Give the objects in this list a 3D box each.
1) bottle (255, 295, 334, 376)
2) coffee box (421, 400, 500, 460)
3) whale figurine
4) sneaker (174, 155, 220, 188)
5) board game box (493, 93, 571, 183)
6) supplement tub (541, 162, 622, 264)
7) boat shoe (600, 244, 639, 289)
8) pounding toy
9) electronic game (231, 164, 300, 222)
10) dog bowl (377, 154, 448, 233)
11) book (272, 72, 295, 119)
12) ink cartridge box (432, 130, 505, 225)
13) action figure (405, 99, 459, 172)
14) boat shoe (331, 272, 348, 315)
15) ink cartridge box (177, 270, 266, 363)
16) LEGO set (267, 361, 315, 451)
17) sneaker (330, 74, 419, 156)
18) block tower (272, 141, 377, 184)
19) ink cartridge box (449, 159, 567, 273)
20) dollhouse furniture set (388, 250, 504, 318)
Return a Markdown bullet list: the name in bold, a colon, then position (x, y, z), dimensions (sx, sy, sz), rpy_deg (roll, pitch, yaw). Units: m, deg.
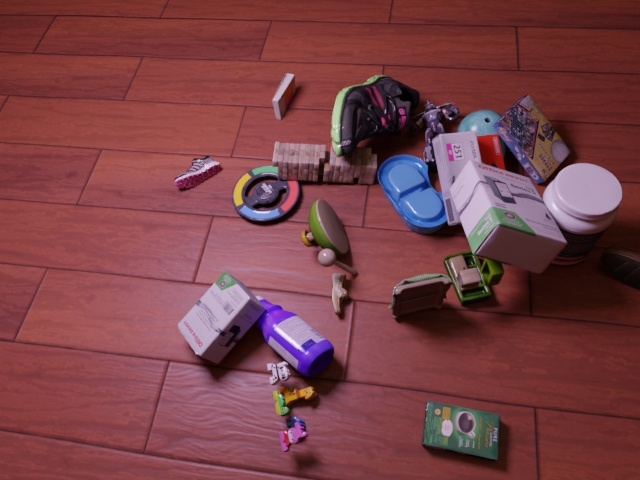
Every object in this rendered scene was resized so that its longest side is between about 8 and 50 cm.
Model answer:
- **bottle**: position (-0.095, 0.257, 1.476), dimensions (0.283, 0.092, 0.118), rpy_deg (34, 35, 31)
- **coffee box**: position (0.354, 0.480, 1.340), dimensions (0.184, 0.040, 0.113), rpy_deg (7, 61, 10)
- **whale figurine**: position (0.545, -0.310, 1.733), dimensions (0.217, 0.141, 0.271), rpy_deg (-5, 61, 2)
- **sneaker**: position (-0.434, -0.241, 1.835), dimensions (0.170, 0.063, 0.074), rpy_deg (-31, 62, -18)
- **board game box**: position (0.682, -0.326, 1.708), dimensions (0.165, 0.042, 0.243), rpy_deg (-43, 99, -21)
- **supplement tub**: position (0.708, -0.068, 1.496), dimensions (0.191, 0.272, 0.191), rpy_deg (-2, 60, 4)
- **boat shoe**: position (0.945, 0.084, 1.488), dimensions (0.307, 0.110, 0.104), rpy_deg (28, 62, 9)
- **pounding toy**: position (0.000, 0.000, 1.608), dimensions (0.110, 0.183, 0.236), rpy_deg (-26, 61, 20)
- **electronic game**: position (-0.182, -0.158, 1.768), dimensions (0.230, 0.048, 0.229), rpy_deg (-3, 59, 4)
- **dog bowl**: position (0.300, -0.144, 1.698), dimensions (0.166, 0.074, 0.297), rpy_deg (-26, 61, -9)
- **book**: position (-0.132, -0.530, 1.957), dimensions (0.035, 0.096, 0.144), rpy_deg (16, 61, 14)
- **ink cartridge box**: position (0.480, -0.195, 1.616), dimensions (0.239, 0.060, 0.274), rpy_deg (-9, 85, -15)
- **action figure**: position (0.387, -0.375, 1.794), dimensions (0.185, 0.099, 0.284), rpy_deg (-25, 51, 32)
- **boat shoe**: position (0.058, 0.154, 1.558), dimensions (0.045, 0.050, 0.135), rpy_deg (-6, 59, 8)
- **ink cartridge box**: position (-0.278, 0.215, 1.484), dimensions (0.208, 0.087, 0.153), rpy_deg (-48, 48, -2)
- **LEGO set**: position (-0.062, 0.424, 1.385), dimensions (0.093, 0.087, 0.227), rpy_deg (-22, 59, 10)
- **sneaker**: position (0.184, -0.421, 1.740), dimensions (0.202, 0.185, 0.483), rpy_deg (19, 44, 25)
- **block tower**: position (0.013, -0.255, 1.760), dimensions (0.336, 0.097, 0.090), rpy_deg (5, 55, -2)
- **ink cartridge box**: position (0.492, -0.071, 1.429), dimensions (0.211, 0.121, 0.289), rpy_deg (14, 39, -15)
- **dollhouse furniture set**: position (0.325, 0.092, 1.482), dimensions (0.302, 0.197, 0.151), rpy_deg (-12, 60, -2)
